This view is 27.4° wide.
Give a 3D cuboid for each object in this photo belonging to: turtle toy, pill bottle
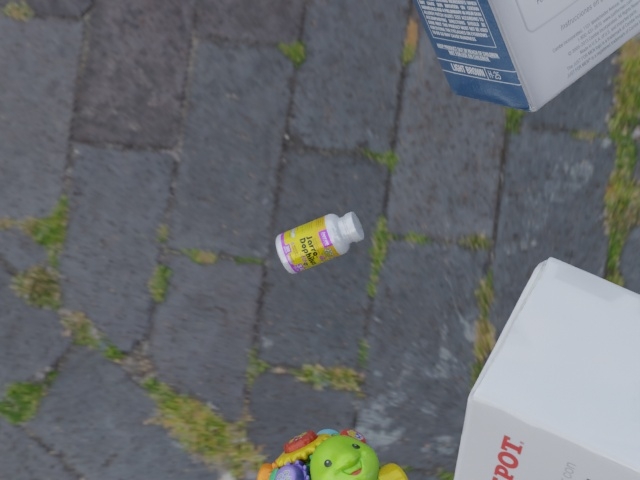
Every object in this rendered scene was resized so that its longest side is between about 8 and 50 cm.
[{"bbox_3d":[0.005,0.159,0.870,0.095,0.130,0.066,-28,93,-23],"label":"turtle toy"},{"bbox_3d":[0.000,0.000,1.322,0.083,0.043,0.043,-23,78,15],"label":"pill bottle"}]

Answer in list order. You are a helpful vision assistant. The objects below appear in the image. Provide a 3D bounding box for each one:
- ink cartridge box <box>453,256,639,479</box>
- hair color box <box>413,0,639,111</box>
[{"bbox_3d":[0.162,0.115,0.561,0.203,0.148,0.086,23,56,17],"label":"ink cartridge box"},{"bbox_3d":[0.121,-0.284,0.919,0.174,0.105,0.347,-37,119,-18],"label":"hair color box"}]
